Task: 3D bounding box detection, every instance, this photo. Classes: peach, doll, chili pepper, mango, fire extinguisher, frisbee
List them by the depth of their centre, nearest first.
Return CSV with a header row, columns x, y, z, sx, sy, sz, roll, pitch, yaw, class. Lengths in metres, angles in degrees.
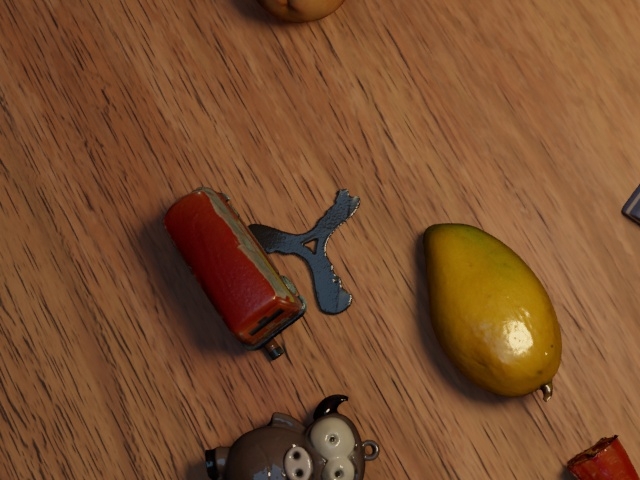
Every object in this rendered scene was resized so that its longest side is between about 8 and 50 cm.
x,y,z,sx,sy,sz,roll,pitch,yaw,class
0.437,0.378,1.402,0.088,0.065,0.169,-31,82,1,chili pepper
-0.040,0.331,1.430,0.257,0.117,0.182,-12,74,6,doll
0.251,0.104,1.445,0.176,0.119,0.317,-27,70,3,mango
-0.087,0.147,1.513,0.028,0.022,0.083,-43,76,30,fire extinguisher
-0.033,-0.434,1.537,0.184,0.184,0.184,-1,80,6,peach
0.000,0.000,1.537,0.211,0.012,0.187,41,85,11,frisbee

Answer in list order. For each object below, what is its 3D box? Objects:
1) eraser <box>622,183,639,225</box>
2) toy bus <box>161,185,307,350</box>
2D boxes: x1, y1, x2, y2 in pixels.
x,y,z,sx,sy,sz,roll,pitch,yaw,class
0.575,-0.013,1.466,0.225,0.036,0.082,36,85,11,eraser
-0.144,0.032,1.478,0.121,0.120,0.265,-38,70,6,toy bus
